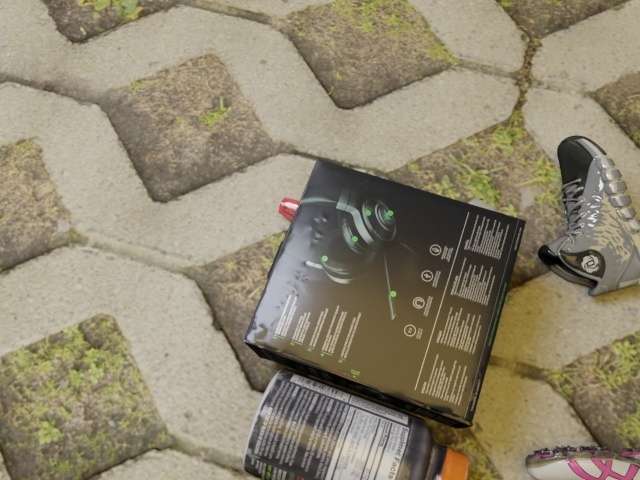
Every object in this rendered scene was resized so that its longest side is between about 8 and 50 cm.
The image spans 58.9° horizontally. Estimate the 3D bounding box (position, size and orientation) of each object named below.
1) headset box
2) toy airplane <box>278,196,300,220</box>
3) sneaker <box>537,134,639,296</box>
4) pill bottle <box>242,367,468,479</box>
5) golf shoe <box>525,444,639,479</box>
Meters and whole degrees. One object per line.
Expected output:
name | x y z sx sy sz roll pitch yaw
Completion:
headset box | 0.070 0.062 0.699 0.283 0.131 0.246 17 72 9
toy airplane | 0.000 0.000 0.812 0.151 0.028 0.151 -1 70 4
sneaker | 0.349 -0.030 0.775 0.132 0.086 0.228 -20 72 -2
pill bottle | 0.044 0.252 0.668 0.246 0.130 0.130 19 73 9
golf shoe | 0.340 0.287 0.673 0.186 0.067 0.086 2 72 4
